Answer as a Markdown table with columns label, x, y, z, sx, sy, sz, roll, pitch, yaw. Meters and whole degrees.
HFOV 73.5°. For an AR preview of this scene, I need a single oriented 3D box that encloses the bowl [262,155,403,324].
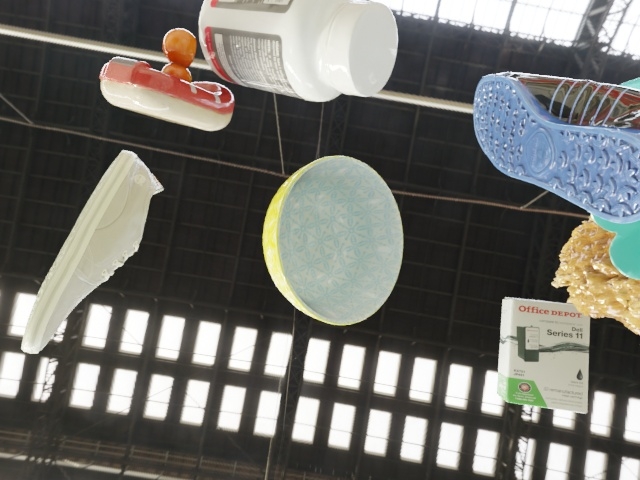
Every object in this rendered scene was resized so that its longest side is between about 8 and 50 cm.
| label | x | y | z | sx | sy | sz | roll | pitch | yaw |
| --- | --- | --- | --- | --- | --- | --- | --- | --- | --- |
| bowl | 0.000 | 0.000 | 0.786 | 0.289 | 0.156 | 0.290 | 1 | -91 | -39 |

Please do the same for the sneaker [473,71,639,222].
| label | x | y | z | sx | sy | sz | roll | pitch | yaw |
| --- | --- | --- | --- | --- | --- | --- | --- | --- | --- |
| sneaker | 0.209 | -0.084 | 0.340 | 0.090 | 0.081 | 0.232 | -8 | -147 | -7 |

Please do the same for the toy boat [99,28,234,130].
| label | x | y | z | sx | sy | sz | roll | pitch | yaw |
| --- | --- | --- | --- | --- | --- | --- | --- | --- | --- |
| toy boat | -0.243 | -0.279 | 0.728 | 0.151 | 0.231 | 0.151 | 18 | -80 | 22 |

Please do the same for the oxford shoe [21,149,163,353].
| label | x | y | z | sx | sy | sz | roll | pitch | yaw |
| --- | --- | --- | --- | --- | --- | --- | --- | --- | --- |
| oxford shoe | -0.460 | 0.023 | 0.888 | 0.130 | 0.169 | 0.450 | 34 | -114 | -31 |

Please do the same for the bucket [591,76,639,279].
| label | x | y | z | sx | sy | sz | roll | pitch | yaw |
| --- | --- | --- | --- | --- | --- | --- | --- | --- | --- |
| bucket | 0.389 | -0.040 | 0.355 | 0.183 | 0.281 | 0.281 | -20 | -104 | 5 |

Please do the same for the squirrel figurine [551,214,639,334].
| label | x | y | z | sx | sy | sz | roll | pitch | yaw |
| --- | --- | --- | --- | --- | --- | --- | --- | --- | --- |
| squirrel figurine | 0.541 | -0.016 | 0.587 | 0.396 | 0.281 | 0.371 | -24 | -119 | 3 |

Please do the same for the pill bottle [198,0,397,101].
| label | x | y | z | sx | sy | sz | roll | pitch | yaw |
| --- | --- | --- | --- | --- | --- | --- | --- | --- | --- |
| pill bottle | -0.041 | -0.333 | 0.716 | 0.318 | 0.176 | 0.176 | 25 | -107 | 33 |

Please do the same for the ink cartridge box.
| label | x | y | z | sx | sy | sz | roll | pitch | yaw |
| --- | --- | --- | --- | --- | --- | --- | --- | --- | --- |
| ink cartridge box | 0.453 | 0.226 | 0.876 | 0.153 | 0.087 | 0.209 | 4 | -98 | 12 |
